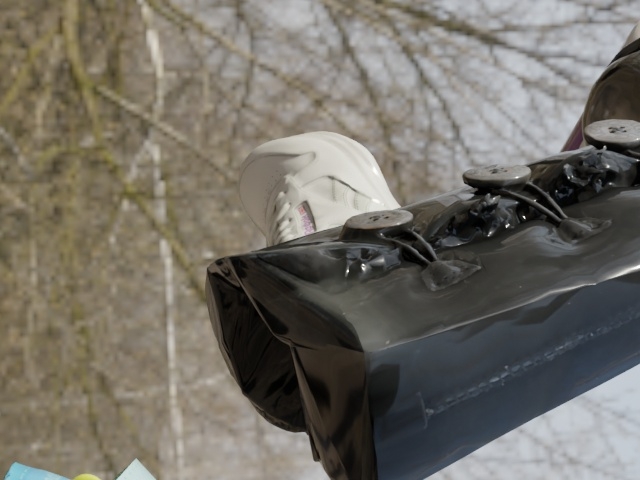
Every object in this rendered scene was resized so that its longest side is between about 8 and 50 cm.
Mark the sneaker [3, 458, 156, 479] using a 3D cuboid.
[{"bbox_3d":[-0.015,0.147,0.588,0.208,0.319,0.127,60,-3,2],"label":"sneaker"}]

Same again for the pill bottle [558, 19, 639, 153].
[{"bbox_3d":[0.337,-0.095,1.406,0.323,0.182,0.181,114,-27,-45],"label":"pill bottle"}]

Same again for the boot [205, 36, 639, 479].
[{"bbox_3d":[0.133,-0.007,0.940,0.367,0.445,0.146,9,-59,66],"label":"boot"}]

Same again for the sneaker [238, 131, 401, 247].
[{"bbox_3d":[0.000,0.000,1.169,0.305,0.152,0.114,38,-49,47],"label":"sneaker"}]
